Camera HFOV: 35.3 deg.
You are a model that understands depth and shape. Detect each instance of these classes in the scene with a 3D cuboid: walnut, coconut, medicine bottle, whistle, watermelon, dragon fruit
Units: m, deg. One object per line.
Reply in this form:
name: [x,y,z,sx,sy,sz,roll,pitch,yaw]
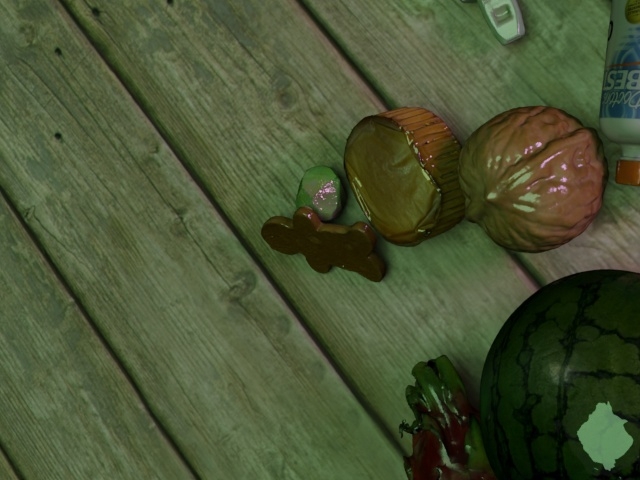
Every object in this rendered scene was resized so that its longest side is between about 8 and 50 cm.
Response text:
walnut: [0.276,-0.081,1.328,0.213,0.213,0.213,2,94,26]
coconut: [0.000,-0.066,1.541,0.082,0.081,0.083,-35,59,-12]
medicine bottle: [0.438,-0.210,1.269,0.157,0.157,0.289,8,96,26]
whistle: [0.222,-0.389,1.402,0.110,0.092,0.245,-22,82,15]
watermelon: [0.360,0.213,1.232,0.363,0.363,0.363,2,94,26]
dragon fruit: [0.188,0.307,1.423,0.269,0.198,0.200,57,139,14]

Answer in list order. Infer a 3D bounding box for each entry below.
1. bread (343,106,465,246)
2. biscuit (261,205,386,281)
bread: [0.128,-0.095,1.438,0.199,0.104,0.199,30,131,42]
biscuit: [0.000,-0.001,1.531,0.205,0.031,0.138,8,140,29]
